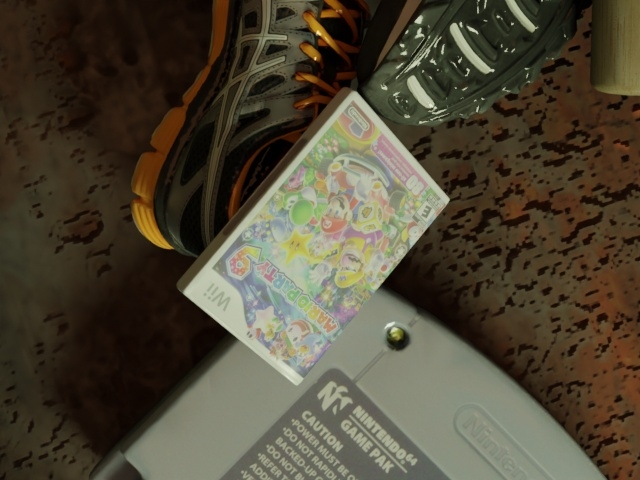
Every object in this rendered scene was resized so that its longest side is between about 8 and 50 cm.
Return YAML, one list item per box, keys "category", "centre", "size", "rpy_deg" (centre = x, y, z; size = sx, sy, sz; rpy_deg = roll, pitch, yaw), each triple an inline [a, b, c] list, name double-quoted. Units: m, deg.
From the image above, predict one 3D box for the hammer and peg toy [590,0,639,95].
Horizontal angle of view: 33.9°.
- category: "hammer and peg toy"
  centre: [0.317, -0.053, 0.468]
  size: [0.361, 0.266, 0.127]
  rpy_deg: [-2, 110, -4]

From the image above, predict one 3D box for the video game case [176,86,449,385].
- category: "video game case"
  centre: [0.000, 0.000, 0.502]
  size: [0.122, 0.011, 0.087]
  rpy_deg: [-50, 126, -6]

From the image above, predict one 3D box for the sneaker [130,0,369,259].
- category: "sneaker"
  centre: [-0.014, -0.081, 0.522]
  size: [0.083, 0.084, 0.215]
  rpy_deg: [30, 100, 39]

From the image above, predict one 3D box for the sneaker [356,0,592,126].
- category: "sneaker"
  centre: [0.091, -0.177, 0.530]
  size: [0.108, 0.100, 0.271]
  rpy_deg: [22, 79, 39]

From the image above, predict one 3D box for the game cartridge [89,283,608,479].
- category: "game cartridge"
  centre: [0.049, 0.157, 0.561]
  size: [0.196, 0.060, 0.294]
  rpy_deg: [-44, 94, 2]
